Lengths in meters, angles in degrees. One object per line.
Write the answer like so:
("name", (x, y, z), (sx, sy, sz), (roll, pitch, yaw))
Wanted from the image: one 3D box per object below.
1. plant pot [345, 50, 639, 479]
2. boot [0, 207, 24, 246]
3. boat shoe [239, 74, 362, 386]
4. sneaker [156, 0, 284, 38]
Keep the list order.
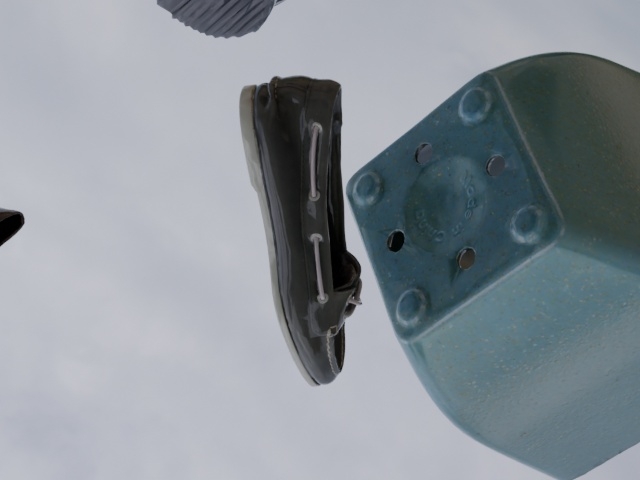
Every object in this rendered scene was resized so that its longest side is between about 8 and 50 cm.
("plant pot", (0.165, 0.006, 0.880), (0.252, 0.247, 0.248), (21, -139, -45))
("boot", (-0.376, -0.027, 1.189), (0.248, 0.207, 0.090), (-49, -41, -50))
("boat shoe", (0.000, 0.000, 1.152), (0.112, 0.095, 0.335), (-74, -25, -61))
("sneaker", (-0.102, -0.261, 0.601), (0.319, 0.112, 0.131), (56, -132, -18))
